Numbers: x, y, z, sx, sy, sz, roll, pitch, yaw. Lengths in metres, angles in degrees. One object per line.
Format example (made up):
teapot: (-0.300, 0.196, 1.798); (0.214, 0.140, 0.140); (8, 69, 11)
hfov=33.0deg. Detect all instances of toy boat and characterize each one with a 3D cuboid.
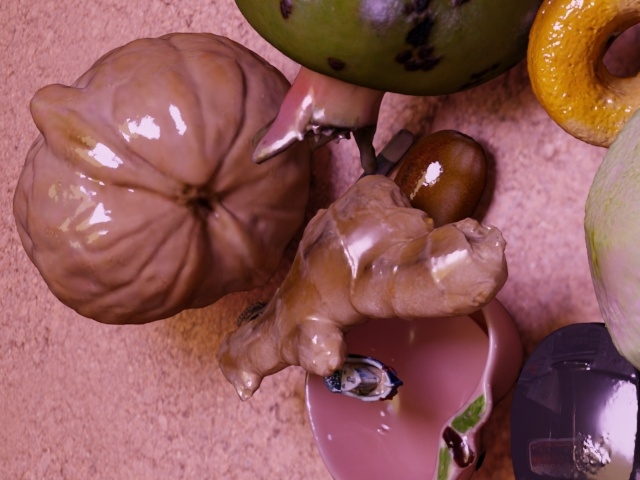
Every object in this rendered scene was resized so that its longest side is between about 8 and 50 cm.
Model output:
toy boat: (0.031, 0.107, 0.840); (0.083, 0.038, 0.038); (1, 83, 51)

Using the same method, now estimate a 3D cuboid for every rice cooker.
rice cooker: (0.196, 0.139, 0.741); (0.112, 0.106, 0.165); (-10, 79, 45)

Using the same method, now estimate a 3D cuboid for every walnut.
walnut: (-0.148, -0.059, 1.030); (0.296, 0.285, 0.285); (-53, 45, -4)

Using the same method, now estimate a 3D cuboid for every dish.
dish: (0.088, 0.118, 0.871); (0.213, 0.090, 0.213); (-15, 70, 46)

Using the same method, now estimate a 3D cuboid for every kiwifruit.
kiwifruit: (0.093, -0.034, 0.908); (0.075, 0.075, 0.124); (44, 118, 42)

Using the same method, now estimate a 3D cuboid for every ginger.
ginger: (0.010, 0.043, 0.848); (0.333, 0.081, 0.148); (-37, 58, 39)

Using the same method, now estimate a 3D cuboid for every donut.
donut: (0.217, -0.132, 0.747); (0.151, 0.058, 0.152); (3, 109, 9)

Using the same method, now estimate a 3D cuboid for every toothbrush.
toothbrush: (0.000, 0.000, 1.036); (0.288, 0.024, 0.026); (-51, 36, 28)

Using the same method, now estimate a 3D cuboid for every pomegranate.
pomegranate: (0.051, -0.200, 0.828); (0.290, 0.290, 0.324); (17, 90, 47)

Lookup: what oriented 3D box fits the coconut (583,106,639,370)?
coconut: (0.270, 0.015, 0.610); (0.235, 0.236, 0.205); (6, 63, 47)
